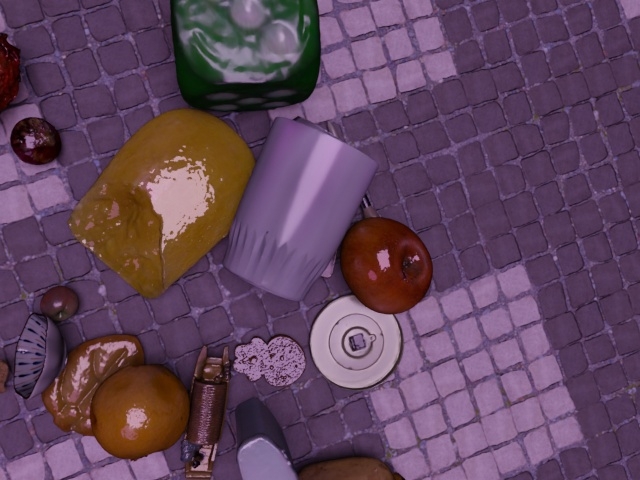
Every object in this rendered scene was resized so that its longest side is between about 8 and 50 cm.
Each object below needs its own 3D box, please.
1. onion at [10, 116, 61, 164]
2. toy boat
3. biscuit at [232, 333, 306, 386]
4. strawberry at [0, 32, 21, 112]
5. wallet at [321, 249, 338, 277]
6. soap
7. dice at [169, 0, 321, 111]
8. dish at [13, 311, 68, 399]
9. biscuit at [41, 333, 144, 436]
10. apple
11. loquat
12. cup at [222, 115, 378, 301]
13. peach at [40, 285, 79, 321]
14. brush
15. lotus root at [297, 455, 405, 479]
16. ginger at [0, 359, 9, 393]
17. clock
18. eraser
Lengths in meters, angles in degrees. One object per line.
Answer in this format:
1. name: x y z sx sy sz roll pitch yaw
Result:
1. onion: -0.632 -0.220 1.364 0.107 0.097 0.107 4 84 -39
2. toy boat: -0.259 0.388 1.392 0.089 0.115 0.311 10 87 -12
3. biscuit: -0.120 0.283 1.463 0.174 0.026 0.124 8 86 -9
4. strawberry: -0.770 -0.316 1.259 0.238 0.250 0.289 25 63 -11
5. wallet: 0.000 0.000 1.491 0.095 0.026 0.176 10 85 -3
6. soap: -0.340 -0.098 1.393 0.306 0.115 0.427 40 83 -3
7. dice: -0.169 -0.448 1.344 0.299 0.287 0.298 -6 90 -10
8. dish: -0.598 0.250 1.331 0.066 0.190 0.191 17 85 -42
9. biscuit: -0.504 0.321 1.391 0.203 0.041 0.260 41 84 -6
10. apple: 0.156 0.056 1.420 0.234 0.173 0.211 37 66 -31
11. loquat: -0.383 0.365 1.307 0.207 0.208 0.208 0 88 -9
12. cup: -0.049 -0.071 1.359 0.253 0.253 0.372 24 91 -8
13. peach: -0.580 0.139 1.364 0.083 0.083 0.083 0 88 -9
14. brush: 0.081 -0.157 1.508 0.042 0.039 0.300 -23 89 -13
15. lotus root: 0.063 0.588 1.426 0.283 0.146 0.160 -4 107 -12
16. ginger: -0.817 0.357 1.319 0.333 0.081 0.148 -29 98 -8
17. clock: 0.088 0.247 1.496 0.234 0.029 0.235 0 88 -9
18. eraser: -0.116 0.464 1.325 0.104 0.290 0.189 -31 94 -8
